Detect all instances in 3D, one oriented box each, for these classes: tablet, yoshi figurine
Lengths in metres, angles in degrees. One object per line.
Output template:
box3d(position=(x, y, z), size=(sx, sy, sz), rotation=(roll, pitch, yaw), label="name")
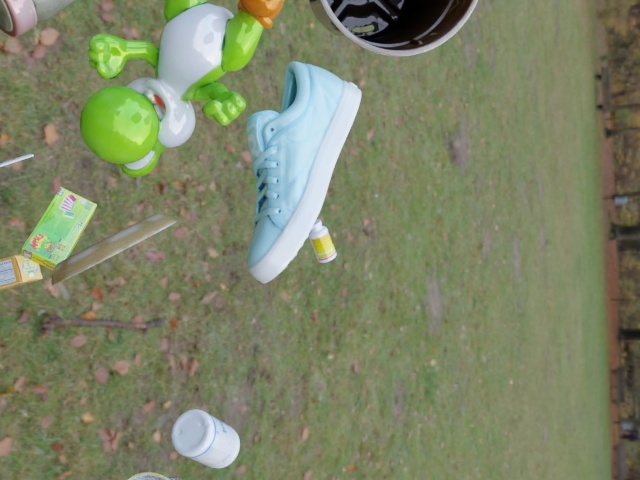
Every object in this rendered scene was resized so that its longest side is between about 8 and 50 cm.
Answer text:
box3d(position=(-0.749, -0.197, 1.643), size=(0.083, 0.054, 0.006), rotation=(-25, 110, -27), label="tablet")
box3d(position=(-0.215, -0.234, 0.944), size=(0.203, 0.362, 0.204), rotation=(18, 27, -42), label="yoshi figurine")

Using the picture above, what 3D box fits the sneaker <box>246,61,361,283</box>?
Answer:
box3d(position=(-0.065, -0.116, 1.037), size=(0.150, 0.135, 0.366), rotation=(27, 65, -15), label="sneaker")

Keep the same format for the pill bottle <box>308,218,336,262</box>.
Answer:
box3d(position=(0.000, 0.000, 1.349), size=(0.043, 0.043, 0.083), rotation=(-54, 129, -52), label="pill bottle")

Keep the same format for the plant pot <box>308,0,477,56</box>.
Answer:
box3d(position=(0.058, -0.274, 0.692), size=(0.165, 0.166, 0.167), rotation=(-132, -149, -72), label="plant pot")

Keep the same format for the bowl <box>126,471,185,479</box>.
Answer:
box3d(position=(-0.167, 0.352, 0.792), size=(0.080, 0.170, 0.170), rotation=(4, 85, -54), label="bowl")

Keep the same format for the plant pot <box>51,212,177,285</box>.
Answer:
box3d(position=(-0.364, 0.009, 1.170), size=(0.032, 0.236, 0.236), rotation=(64, 30, -8), label="plant pot")

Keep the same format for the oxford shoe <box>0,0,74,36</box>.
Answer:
box3d(position=(-0.501, -0.466, 0.996), size=(0.146, 0.397, 0.140), rotation=(-36, 169, -27), label="oxford shoe")

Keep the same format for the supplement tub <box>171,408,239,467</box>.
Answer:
box3d(position=(-0.177, 0.308, 1.038), size=(0.107, 0.071, 0.071), rotation=(57, 40, -57), label="supplement tub")

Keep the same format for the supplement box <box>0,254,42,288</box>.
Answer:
box3d(position=(-0.842, 0.093, 1.735), size=(0.078, 0.233, 0.080), rotation=(-17, 95, -72), label="supplement box")

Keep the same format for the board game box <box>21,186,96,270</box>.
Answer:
box3d(position=(-0.602, -0.026, 1.548), size=(0.092, 0.043, 0.181), rotation=(27, 55, -13), label="board game box")
